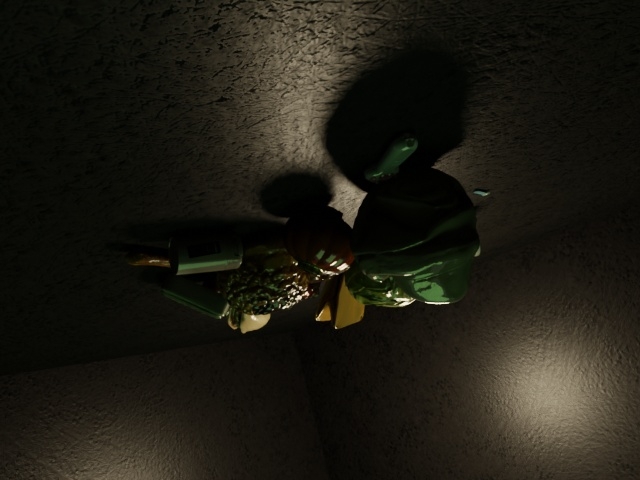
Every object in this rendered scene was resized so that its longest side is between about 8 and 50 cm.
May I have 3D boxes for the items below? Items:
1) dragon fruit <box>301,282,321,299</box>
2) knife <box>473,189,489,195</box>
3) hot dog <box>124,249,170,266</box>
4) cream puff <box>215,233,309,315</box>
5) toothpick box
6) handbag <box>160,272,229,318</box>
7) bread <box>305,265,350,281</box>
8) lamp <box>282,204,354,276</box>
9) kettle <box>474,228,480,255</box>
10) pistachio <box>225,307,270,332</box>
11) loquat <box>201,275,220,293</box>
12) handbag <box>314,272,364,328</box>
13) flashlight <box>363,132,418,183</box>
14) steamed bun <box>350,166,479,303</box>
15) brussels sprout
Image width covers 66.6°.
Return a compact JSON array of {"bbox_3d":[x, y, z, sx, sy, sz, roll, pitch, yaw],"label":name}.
[{"bbox_3d":[-0.092,0.187,2.087,0.135,0.137,0.235,-28,156,36],"label":"dragon fruit"},{"bbox_3d":[0.564,-0.169,1.715,0.096,0.010,0.027,3,157,-45],"label":"knife"},{"bbox_3d":[-0.467,0.052,1.389,0.066,0.047,0.215,-7,171,27],"label":"hot dog"},{"bbox_3d":[-0.175,0.124,1.597,0.327,0.231,0.343,1,158,-39],"label":"cream puff"},{"bbox_3d":[-0.318,0.034,1.351,0.180,0.111,0.111,-5,162,-30],"label":"toothpick box"},{"bbox_3d":[-0.443,0.208,1.719,0.256,0.079,0.219,25,158,-8],"label":"handbag"},{"bbox_3d":[-0.010,0.107,1.931,0.192,0.110,0.209,-25,163,35],"label":"bread"},{"bbox_3d":[0.000,0.000,1.393,0.223,0.197,0.223,22,175,2],"label":"lamp"},{"bbox_3d":[0.514,0.005,2.013,0.255,0.165,0.240,-12,163,1],"label":"kettle"},{"bbox_3d":[-0.330,0.313,2.217,0.193,0.214,0.318,21,169,8],"label":"pistachio"},{"bbox_3d":[-0.382,0.186,1.839,0.137,0.113,0.137,-22,157,-10],"label":"loquat"},{"bbox_3d":[0.113,0.243,2.268,0.133,0.283,0.401,17,-178,23],"label":"handbag"},{"bbox_3d":[0.172,-0.190,1.163,0.093,0.048,0.200,-11,165,-20],"label":"flashlight"},{"bbox_3d":[0.262,-0.047,1.287,0.342,0.368,0.255,12,136,-3],"label":"steamed bun"},{"bbox_3d":[0.254,0.148,2.040,0.327,0.247,0.328,17,155,8],"label":"brussels sprout"}]
